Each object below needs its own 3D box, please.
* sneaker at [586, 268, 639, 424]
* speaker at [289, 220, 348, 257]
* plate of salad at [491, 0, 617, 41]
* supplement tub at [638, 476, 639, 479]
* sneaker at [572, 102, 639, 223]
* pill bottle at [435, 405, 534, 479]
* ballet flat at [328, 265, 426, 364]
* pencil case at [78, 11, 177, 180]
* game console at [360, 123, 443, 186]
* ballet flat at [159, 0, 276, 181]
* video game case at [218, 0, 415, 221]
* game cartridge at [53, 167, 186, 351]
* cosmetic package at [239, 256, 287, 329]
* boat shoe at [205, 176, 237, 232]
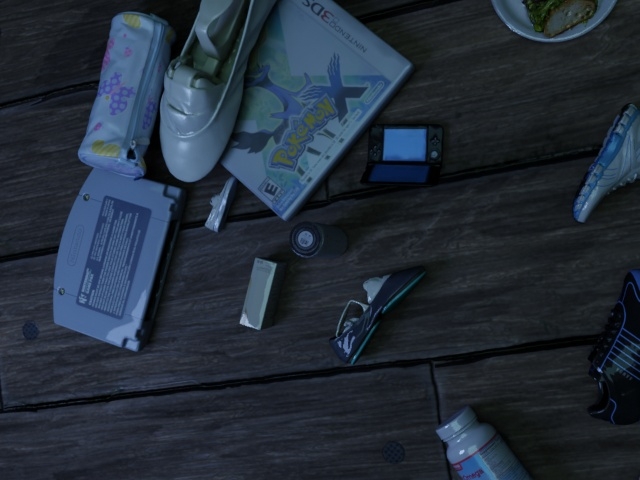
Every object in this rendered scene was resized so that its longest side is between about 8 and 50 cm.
[{"bbox_3d":[0.440,0.155,1.050,0.090,0.081,0.232,1,90,7],"label":"sneaker"},{"bbox_3d":[0.000,0.000,1.138,0.055,0.136,0.055,0,89,19],"label":"speaker"},{"bbox_3d":[0.359,-0.405,1.099,0.199,0.048,0.200,0,89,15],"label":"plate of salad"},{"bbox_3d":[0.519,0.374,1.031,0.107,0.071,0.071,-3,88,14],"label":"supplement tub"},{"bbox_3d":[0.443,-0.102,1.062,0.083,0.071,0.191,29,96,7],"label":"sneaker"},{"bbox_3d":[0.249,0.336,1.092,0.087,0.087,0.160,-39,80,11],"label":"pill bottle"},{"bbox_3d":[0.083,0.106,1.150,0.074,0.074,0.203,39,100,12],"label":"ballet flat"},{"bbox_3d":[-0.322,-0.244,1.209,0.113,0.124,0.273,15,76,-25],"label":"pencil case"},{"bbox_3d":[0.130,-0.137,1.140,0.122,0.071,0.107,3,90,14],"label":"game console"},{"bbox_3d":[-0.181,-0.292,1.155,0.139,0.139,0.400,23,94,14],"label":"ballet flat"},{"bbox_3d":[-0.059,-0.251,1.205,0.300,0.036,0.329,42,99,13],"label":"video game case"},{"bbox_3d":[-0.365,0.026,1.275,0.198,0.062,0.297,17,93,18],"label":"game cartridge"},{"bbox_3d":[-0.095,0.088,1.200,0.041,0.060,0.115,15,91,15],"label":"cosmetic package"},{"bbox_3d":[-0.173,-0.065,1.237,0.035,0.035,0.100,22,101,11],"label":"boat shoe"}]
